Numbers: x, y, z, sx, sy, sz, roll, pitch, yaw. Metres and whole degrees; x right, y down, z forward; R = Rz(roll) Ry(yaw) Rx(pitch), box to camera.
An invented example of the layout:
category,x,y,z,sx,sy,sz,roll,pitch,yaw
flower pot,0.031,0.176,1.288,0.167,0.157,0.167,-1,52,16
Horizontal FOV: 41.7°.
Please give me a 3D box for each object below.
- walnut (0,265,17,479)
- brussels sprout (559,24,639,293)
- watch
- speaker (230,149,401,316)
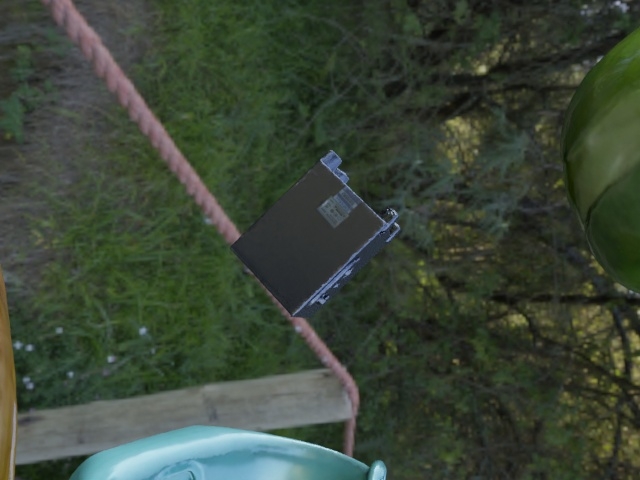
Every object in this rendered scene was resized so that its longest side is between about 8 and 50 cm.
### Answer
category,x,y,z,sx,sy,sz,roll,pitch,yaw
walnut,-0.226,0.087,0.349,0.209,0.209,0.336,72,34,-68
brussels sprout,0.440,-0.107,0.948,0.276,0.315,0.371,50,-57,50
watch,-0.047,0.180,0.527,0.237,0.195,0.068,0,103,-55
speaker,0.000,0.000,1.534,0.184,0.254,0.232,46,0,8
